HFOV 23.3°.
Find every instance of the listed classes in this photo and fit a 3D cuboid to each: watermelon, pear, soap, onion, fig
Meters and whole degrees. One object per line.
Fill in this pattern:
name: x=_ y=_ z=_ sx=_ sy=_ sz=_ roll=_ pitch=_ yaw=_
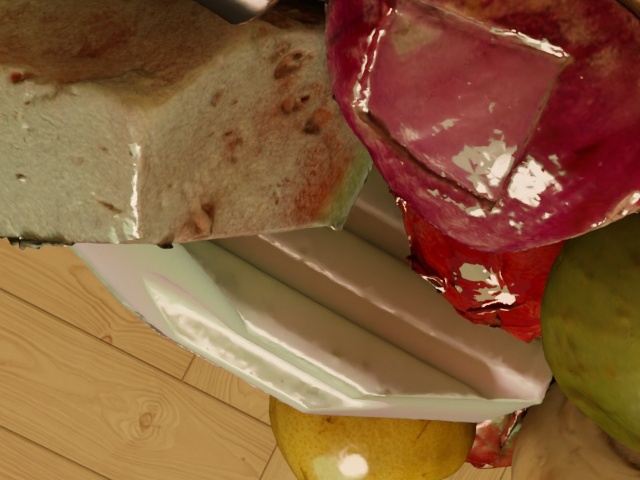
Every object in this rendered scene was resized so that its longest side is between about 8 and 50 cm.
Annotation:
watermelon: x=-0.121 y=-0.091 z=1.076 sx=0.387 sy=0.228 sz=0.258 roll=6 pitch=-170 yaw=-13
pear: x=0.048 y=0.153 z=1.510 sx=0.209 sy=0.209 sz=0.209 roll=26 pitch=171 yaw=4
soap: x=0.000 y=0.000 z=1.339 sx=0.446 sy=0.261 sz=0.156 roll=29 pitch=155 yaw=-12
onion: x=0.101 y=-0.072 z=0.985 sx=0.247 sy=0.111 sz=0.250 roll=39 pitch=154 yaw=-21
fig: x=0.247 y=0.054 z=1.063 sx=0.207 sy=0.207 sz=0.230 roll=22 pitch=-162 yaw=31

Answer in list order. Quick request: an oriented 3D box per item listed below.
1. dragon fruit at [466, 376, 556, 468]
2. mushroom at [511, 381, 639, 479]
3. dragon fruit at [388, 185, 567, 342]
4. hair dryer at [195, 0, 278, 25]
dragon fruit: x=0.193 y=0.122 z=1.674 sx=0.244 sy=0.244 sz=0.299 roll=27 pitch=159 yaw=1
mushroom: x=0.331 y=0.206 z=1.401 sx=0.353 sy=0.325 sz=0.353 roll=28 pitch=-179 yaw=-1
dragon fruit: x=0.156 y=-0.006 z=1.225 sx=0.209 sy=0.172 sz=0.172 roll=31 pitch=171 yaw=-21
hair dryer: x=-0.153 y=-0.241 z=1.021 sx=0.189 sy=0.107 sz=0.352 roll=31 pitch=176 yaw=-29
